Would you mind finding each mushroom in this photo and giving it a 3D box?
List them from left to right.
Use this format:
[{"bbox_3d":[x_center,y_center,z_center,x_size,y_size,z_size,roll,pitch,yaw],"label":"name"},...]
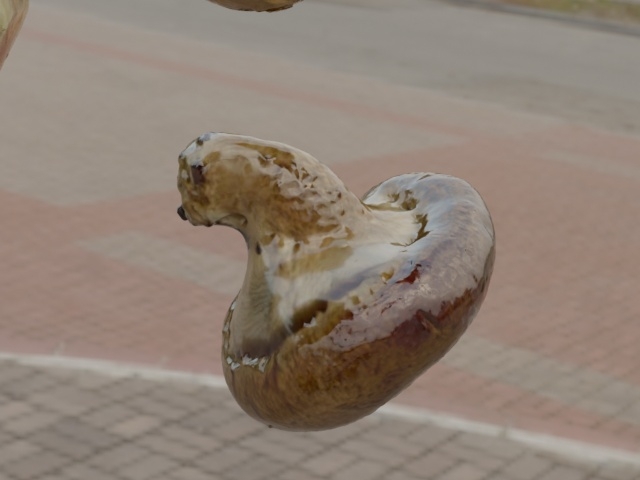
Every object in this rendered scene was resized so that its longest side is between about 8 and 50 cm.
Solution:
[{"bbox_3d":[0.017,0.033,1.267,0.267,0.267,0.254,21,-7,44],"label":"mushroom"}]

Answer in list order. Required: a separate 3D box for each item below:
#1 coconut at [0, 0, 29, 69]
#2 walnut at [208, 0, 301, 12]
[{"bbox_3d":[-0.339,-0.194,0.905,0.344,0.416,0.415,-2,16,-42],"label":"coconut"},{"bbox_3d":[-0.018,-0.145,0.760,0.121,0.052,0.091,-25,20,-27],"label":"walnut"}]
